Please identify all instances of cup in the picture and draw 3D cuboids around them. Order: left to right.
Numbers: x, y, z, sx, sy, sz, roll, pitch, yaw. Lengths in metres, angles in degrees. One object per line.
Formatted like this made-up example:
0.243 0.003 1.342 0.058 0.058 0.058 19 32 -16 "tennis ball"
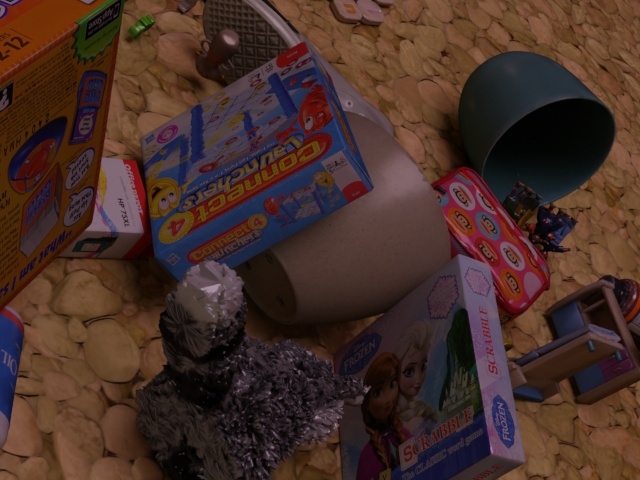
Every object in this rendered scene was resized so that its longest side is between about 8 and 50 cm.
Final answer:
0.000 0.000 1.708 0.237 0.331 0.331 -33 82 -27 "cup"

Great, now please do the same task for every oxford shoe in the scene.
-0.033 -0.278 1.984 0.449 0.169 0.130 44 42 -15 "oxford shoe"

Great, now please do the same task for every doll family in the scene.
0.431 -0.032 2.243 0.193 0.111 0.076 33 7 1 "doll family"

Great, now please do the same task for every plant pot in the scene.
0.419 -0.249 2.279 0.293 0.293 0.235 13 38 -35 "plant pot"

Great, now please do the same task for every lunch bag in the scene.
0.297 0.011 2.085 0.293 0.120 0.258 53 36 4 "lunch bag"

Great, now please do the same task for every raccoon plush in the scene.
-0.048 0.160 1.432 0.216 0.446 0.299 44 51 16 "raccoon plush"

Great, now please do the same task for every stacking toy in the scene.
-0.325 -0.450 1.955 0.167 0.052 0.221 44 42 -2 "stacking toy"

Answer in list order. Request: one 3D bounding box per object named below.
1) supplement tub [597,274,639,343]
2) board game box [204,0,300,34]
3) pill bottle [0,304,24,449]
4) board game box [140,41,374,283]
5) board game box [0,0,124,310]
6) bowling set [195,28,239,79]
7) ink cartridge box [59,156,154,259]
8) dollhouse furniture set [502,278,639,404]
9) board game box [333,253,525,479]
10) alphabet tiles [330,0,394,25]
0.651 0.147 2.289 0.198 0.106 0.106 32 42 -18 "supplement tub"
-0.129 -0.427 2.124 0.186 0.026 0.126 45 40 -3 "board game box"
-0.421 0.183 1.293 0.124 0.124 0.221 22 47 -28 "pill bottle"
-0.105 -0.114 1.617 0.086 0.308 0.302 53 12 -38 "board game box"
-0.479 -0.132 1.235 0.356 0.356 0.356 25 39 9 "board game box"
-0.137 -0.192 1.864 0.287 0.154 0.200 43 58 -7 "bowling set"
-0.326 -0.049 1.601 0.231 0.078 0.134 2 57 -41 "ink cartridge box"
0.474 0.143 1.994 0.303 0.286 0.198 18 47 -46 "dollhouse furniture set"
0.142 0.233 1.602 0.066 0.319 0.317 20 46 -29 "board game box"
0.032 -0.583 2.398 0.278 0.021 0.284 -7 63 -44 "alphabet tiles"
